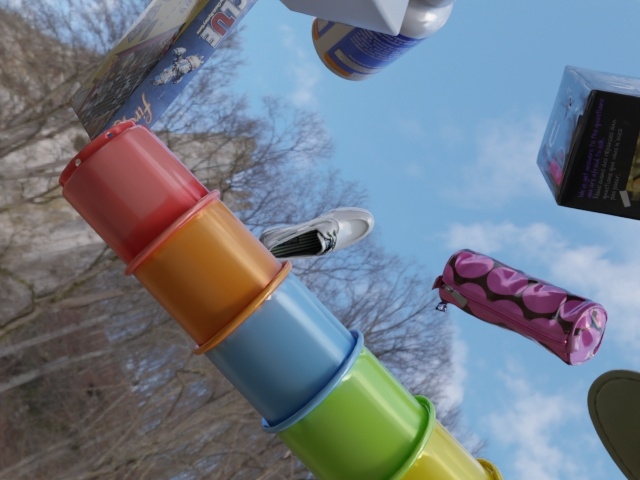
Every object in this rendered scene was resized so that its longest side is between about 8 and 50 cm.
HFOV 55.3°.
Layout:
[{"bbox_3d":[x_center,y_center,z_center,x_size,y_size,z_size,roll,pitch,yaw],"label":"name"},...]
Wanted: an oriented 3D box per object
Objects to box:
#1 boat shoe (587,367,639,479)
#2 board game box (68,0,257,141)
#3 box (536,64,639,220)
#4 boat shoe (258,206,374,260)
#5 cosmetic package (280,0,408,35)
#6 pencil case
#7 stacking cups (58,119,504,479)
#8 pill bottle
[{"bbox_3d":[0.449,0.252,0.654,0.340,0.113,0.127,34,-64,22],"label":"boat shoe"},{"bbox_3d":[-0.189,-0.221,0.714,0.243,0.042,0.165,-49,-140,2],"label":"board game box"},{"bbox_3d":[0.424,-0.108,0.739,0.270,0.165,0.144,12,-64,5],"label":"box"},{"bbox_3d":[0.000,0.000,1.138,0.076,0.226,0.083,-123,-162,-62],"label":"boat shoe"},{"bbox_3d":[-0.002,-0.238,0.461,0.117,0.231,0.086,19,-82,15],"label":"cosmetic package"},{"bbox_3d":[0.252,0.085,0.789,0.209,0.098,0.095,23,-75,40],"label":"pencil case"},{"bbox_3d":[-0.030,0.069,0.370,0.316,0.096,0.096,45,-52,-6],"label":"stacking cups"},{"bbox_3d":[0.110,-0.369,0.957,0.272,0.152,0.153,-17,-90,60],"label":"pill bottle"}]
